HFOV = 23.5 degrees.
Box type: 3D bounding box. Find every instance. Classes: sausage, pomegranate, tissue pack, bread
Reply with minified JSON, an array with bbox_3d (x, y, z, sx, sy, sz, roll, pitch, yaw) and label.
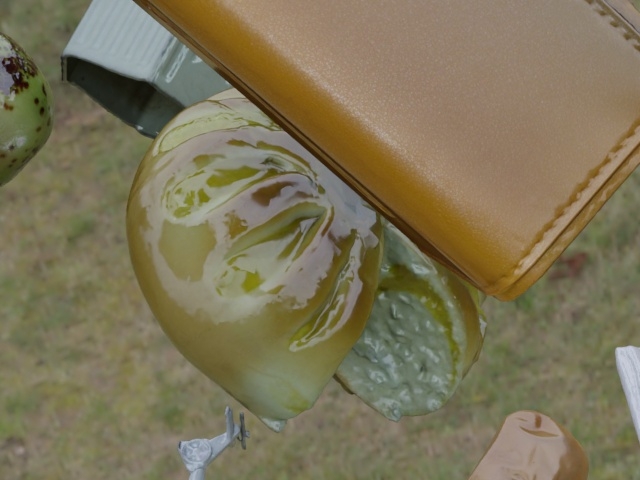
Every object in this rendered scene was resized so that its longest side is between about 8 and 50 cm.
[{"bbox_3d":[0.234,0.313,1.863,0.136,0.120,0.241,37,55,10],"label":"sausage"},{"bbox_3d":[-0.432,-0.155,1.791,0.222,0.204,0.276,-24,-1,0],"label":"pomegranate"},{"bbox_3d":[0.016,-0.117,0.741,0.145,0.274,0.194,-51,12,-1],"label":"tissue pack"},{"bbox_3d":[0.000,0.000,1.270,0.160,0.333,0.333,-39,15,39],"label":"bread"}]

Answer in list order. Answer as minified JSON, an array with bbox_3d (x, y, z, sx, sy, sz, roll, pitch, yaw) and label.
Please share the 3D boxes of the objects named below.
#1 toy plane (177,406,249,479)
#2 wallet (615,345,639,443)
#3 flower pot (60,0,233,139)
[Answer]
[{"bbox_3d":[-0.116,0.256,1.224,0.107,0.182,0.273,3,68,2],"label":"toy plane"},{"bbox_3d":[0.307,0.173,1.277,0.032,0.124,0.183,-38,46,35],"label":"wallet"},{"bbox_3d":[-0.170,-0.229,1.808,0.209,0.239,0.190,9,69,54],"label":"flower pot"}]
